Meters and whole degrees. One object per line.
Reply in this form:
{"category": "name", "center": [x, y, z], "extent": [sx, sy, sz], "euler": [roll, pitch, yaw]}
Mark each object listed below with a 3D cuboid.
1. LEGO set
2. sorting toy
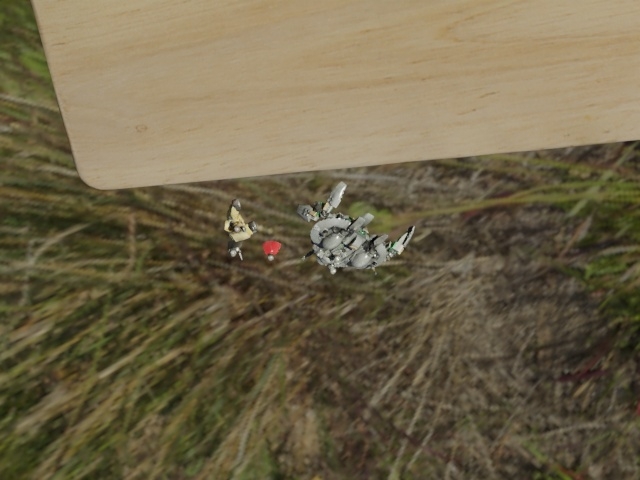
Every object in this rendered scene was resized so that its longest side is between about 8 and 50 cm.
{"category": "LEGO set", "center": [-0.001, 0.002, 0.513], "extent": [0.083, 0.023, 0.054], "euler": [-11, 138, 10]}
{"category": "sorting toy", "center": [0.013, -0.161, 0.410], "extent": [0.257, 0.089, 0.256], "euler": [-4, 109, 25]}
